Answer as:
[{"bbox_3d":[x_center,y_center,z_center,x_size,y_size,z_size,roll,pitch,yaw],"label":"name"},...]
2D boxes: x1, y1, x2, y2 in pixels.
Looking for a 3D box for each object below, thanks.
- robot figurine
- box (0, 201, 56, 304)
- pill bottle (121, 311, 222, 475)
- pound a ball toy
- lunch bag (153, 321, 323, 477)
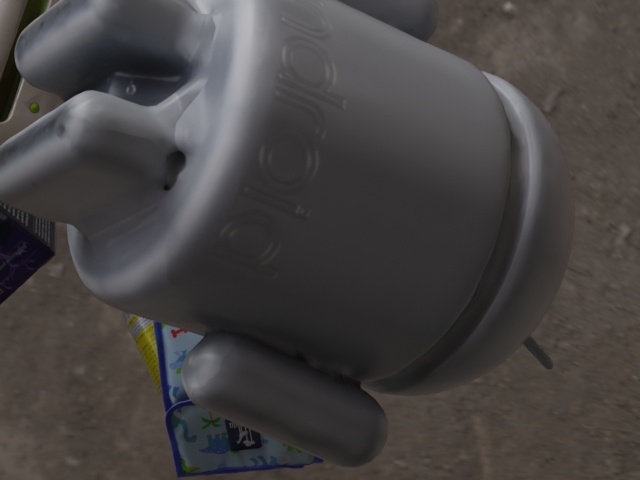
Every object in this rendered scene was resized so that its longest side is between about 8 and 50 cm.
[{"bbox_3d":[-0.001,-0.028,0.893,0.200,0.353,0.300,-16,60,54],"label":"robot figurine"},{"bbox_3d":[-0.396,-0.023,1.627,0.153,0.207,0.108,-42,28,15],"label":"box"},{"bbox_3d":[-0.118,0.132,1.659,0.117,0.117,0.215,-31,75,16],"label":"pill bottle"},{"bbox_3d":[-0.385,-0.200,1.834,0.208,0.136,0.319,-7,63,63],"label":"pound a ball toy"},{"bbox_3d":[-0.067,0.120,1.329,0.129,0.096,0.151,-6,93,4],"label":"lunch bag"}]
